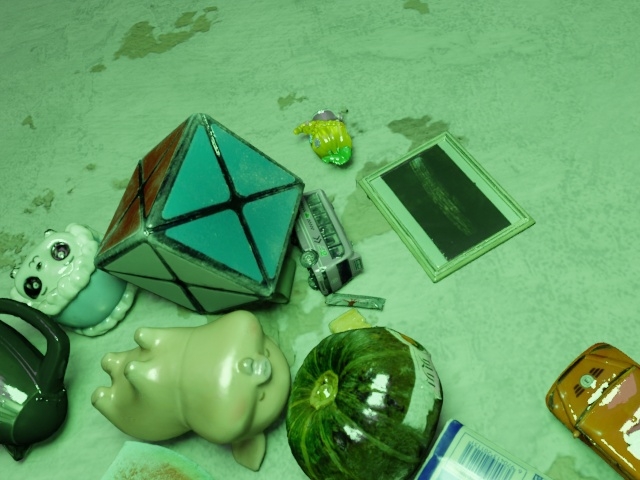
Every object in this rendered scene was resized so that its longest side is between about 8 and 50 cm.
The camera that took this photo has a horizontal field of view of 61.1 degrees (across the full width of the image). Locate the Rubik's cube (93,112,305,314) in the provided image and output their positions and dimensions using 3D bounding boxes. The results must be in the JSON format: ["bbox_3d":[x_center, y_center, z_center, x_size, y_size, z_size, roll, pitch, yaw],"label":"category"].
[{"bbox_3d":[-0.212,-0.034,0.985,0.254,0.260,0.260,-18,51,47],"label":"Rubik's cube"}]

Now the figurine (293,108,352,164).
[{"bbox_3d":[0.006,-0.215,1.177,0.114,0.095,0.156,-12,53,-5],"label":"figurine"}]

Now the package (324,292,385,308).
[{"bbox_3d":[0.064,0.112,1.009,0.110,0.015,0.037,3,30,18],"label":"package"}]

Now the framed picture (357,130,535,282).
[{"bbox_3d":[0.241,-0.082,1.081,0.231,0.018,0.293,-31,57,-4],"label":"framed picture"}]

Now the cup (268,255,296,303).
[{"bbox_3d":[-0.083,0.079,1.060,0.054,0.075,0.083,22,58,-15],"label":"cup"}]

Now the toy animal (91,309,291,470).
[{"bbox_3d":[-0.206,0.240,0.899,0.326,0.269,0.237,-26,49,38],"label":"toy animal"}]

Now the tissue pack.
[{"bbox_3d":[0.246,0.404,0.723,0.269,0.137,0.209,24,69,30],"label":"tissue pack"}]

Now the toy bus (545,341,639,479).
[{"bbox_3d":[0.448,0.271,0.696,0.143,0.153,0.329,-49,49,6],"label":"toy bus"}]

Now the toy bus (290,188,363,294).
[{"bbox_3d":[0.000,0.000,1.052,0.108,0.096,0.199,-22,54,-4],"label":"toy bus"}]

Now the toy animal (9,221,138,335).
[{"bbox_3d":[-0.479,0.086,1.067,0.156,0.204,0.208,34,81,33],"label":"toy animal"}]

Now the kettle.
[{"bbox_3d":[-0.573,0.257,1.000,0.271,0.207,0.251,25,66,16],"label":"kettle"}]

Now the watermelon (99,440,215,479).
[{"bbox_3d":[-0.264,0.427,0.792,0.319,0.213,0.290,-28,58,13],"label":"watermelon"}]

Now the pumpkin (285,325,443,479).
[{"bbox_3d":[0.069,0.259,0.820,0.260,0.189,0.260,-42,24,24],"label":"pumpkin"}]

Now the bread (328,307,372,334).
[{"bbox_3d":[0.057,0.165,0.974,0.070,0.035,0.083,-35,51,-7],"label":"bread"}]
